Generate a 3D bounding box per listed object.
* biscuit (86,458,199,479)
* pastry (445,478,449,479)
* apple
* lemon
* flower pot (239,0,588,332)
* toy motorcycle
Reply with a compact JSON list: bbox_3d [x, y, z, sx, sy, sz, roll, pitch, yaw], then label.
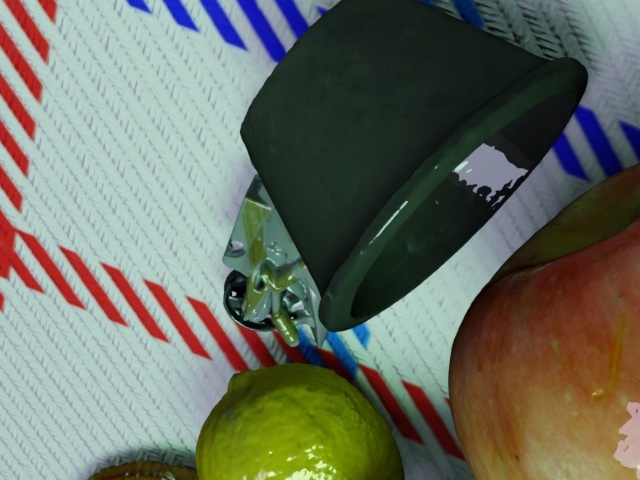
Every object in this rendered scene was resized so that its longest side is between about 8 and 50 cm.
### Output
[{"bbox_3d":[-0.120,0.334,1.745,0.305,0.038,0.305,15,129,19],"label":"biscuit"},{"bbox_3d":[0.163,0.398,1.413,0.405,0.337,0.292,28,157,-25],"label":"pastry"},{"bbox_3d":[0.278,0.112,1.244,0.364,0.364,0.363,10,127,13],"label":"apple"},{"bbox_3d":[-0.016,0.201,1.544,0.181,0.180,0.193,-5,101,23],"label":"lemon"},{"bbox_3d":[0.052,-0.080,1.295,0.166,0.269,0.269,47,130,12],"label":"flower pot"},{"bbox_3d":[0.000,0.000,1.454,0.152,0.073,0.225,16,128,5],"label":"toy motorcycle"}]
